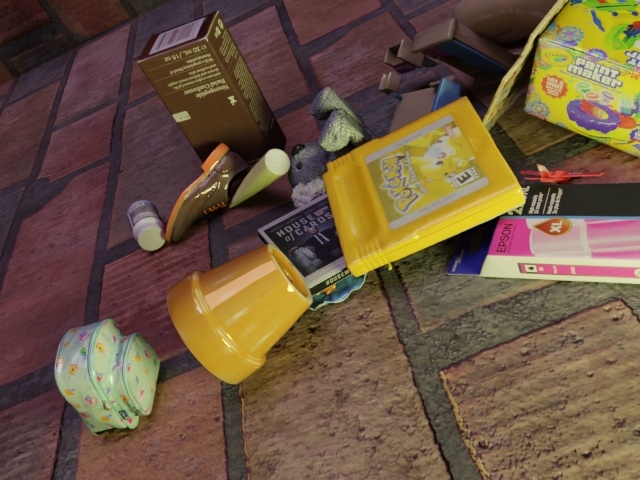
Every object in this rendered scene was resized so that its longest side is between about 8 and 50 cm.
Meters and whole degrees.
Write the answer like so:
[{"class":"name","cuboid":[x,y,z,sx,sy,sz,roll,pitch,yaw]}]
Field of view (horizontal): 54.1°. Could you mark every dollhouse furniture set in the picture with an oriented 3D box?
[{"class":"dollhouse furniture set","cuboid":[0.267,-0.299,1.436,0.286,0.198,0.303,7,80,64]}]

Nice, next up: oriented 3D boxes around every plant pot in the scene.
[{"class":"plant pot","cuboid":[-0.125,0.109,1.080,0.188,0.205,0.205,-36,38,8]}]

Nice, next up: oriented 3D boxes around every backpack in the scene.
[{"class":"backpack","cuboid":[-0.384,0.237,1.133,0.144,0.188,0.165,-17,39,14]}]

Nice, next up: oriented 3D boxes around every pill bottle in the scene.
[{"class":"pill bottle","cuboid":[-0.429,-0.036,1.551,0.078,0.078,0.137,-32,39,-5]}]

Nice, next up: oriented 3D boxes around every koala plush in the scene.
[{"class":"koala plush","cuboid":[0.016,-0.176,1.391,0.221,0.203,0.196,-41,32,19]}]

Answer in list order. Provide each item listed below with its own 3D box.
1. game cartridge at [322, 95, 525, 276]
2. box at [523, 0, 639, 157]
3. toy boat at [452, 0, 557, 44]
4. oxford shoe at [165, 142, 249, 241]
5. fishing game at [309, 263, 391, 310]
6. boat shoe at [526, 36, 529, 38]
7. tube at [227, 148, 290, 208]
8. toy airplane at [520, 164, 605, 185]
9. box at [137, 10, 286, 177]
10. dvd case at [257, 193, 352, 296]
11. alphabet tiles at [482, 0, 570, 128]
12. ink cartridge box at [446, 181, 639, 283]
[{"class":"game cartridge","cuboid":[0.170,-0.108,1.163,0.324,0.052,0.285,-24,46,10]},{"class":"box","cuboid":[0.569,-0.323,1.117,0.290,0.177,0.279,30,64,24]},{"class":"toy boat","cuboid":[0.449,-0.508,1.374,0.318,0.148,0.267,4,1,-25]},{"class":"oxford shoe","cuboid":[-0.275,-0.099,1.507,0.271,0.098,0.097,-56,2,0]},{"class":"fishing game","cuboid":[0.005,0.058,1.218,0.264,0.041,0.189,-20,37,12]},{"class":"boat shoe","cuboid":[0.485,-0.526,1.550,0.285,0.089,0.104,4,22,30]},{"class":"tube","cuboid":[-0.150,-0.140,1.457,0.070,0.062,0.240,-8,-11,-30]},{"class":"toy airplane","cuboid":[0.414,-0.113,1.102,0.151,0.151,0.028,7,94,36]},{"class":"box","cuboid":[-0.253,-0.335,1.532,0.191,0.381,0.143,-13,43,20]},{"class":"dvd case","cuboid":[0.000,0.000,1.237,0.179,0.029,0.239,-29,39,-14]},{"class":"alphabet tiles","cuboid":[0.396,-0.339,1.210,0.011,0.342,0.285,36,73,12]},{"class":"ink cartridge box","cuboid":[0.401,-0.016,1.045,0.371,0.069,0.175,-1,46,34]}]
